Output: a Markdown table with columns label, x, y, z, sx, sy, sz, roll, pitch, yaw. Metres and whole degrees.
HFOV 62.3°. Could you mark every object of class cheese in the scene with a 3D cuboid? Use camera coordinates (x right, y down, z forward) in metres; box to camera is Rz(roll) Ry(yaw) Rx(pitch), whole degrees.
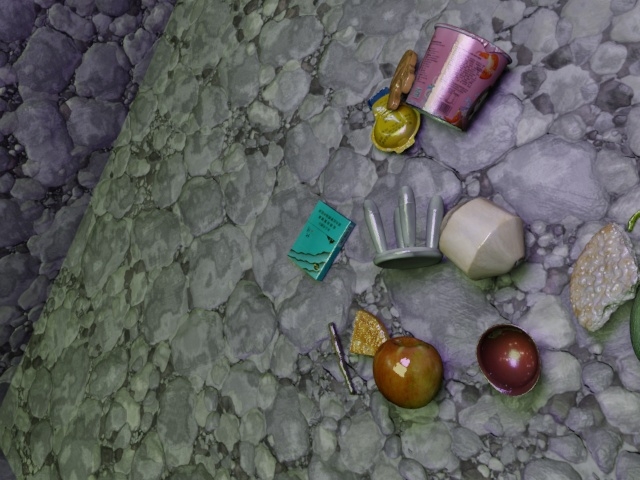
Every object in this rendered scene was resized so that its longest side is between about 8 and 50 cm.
| label | x | y | z | sx | sy | sz | roll | pitch | yaw |
| --- | --- | --- | --- | --- | --- | --- | --- | --- | --- |
| cheese | 0.227 | -0.388 | 1.695 | 0.177 | 0.069 | 0.270 | -36 | 54 | 21 |

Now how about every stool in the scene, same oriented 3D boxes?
| label | x | y | z | sx | sy | sz | roll | pitch | yaw |
| --- | --- | --- | --- | --- | --- | --- | --- | --- | --- |
| stool | 0.246 | -0.029 | 1.511 | 0.195 | 0.195 | 0.199 | -15 | 71 | 47 |

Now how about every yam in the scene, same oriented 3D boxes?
| label | x | y | z | sx | sy | sz | roll | pitch | yaw |
| --- | --- | --- | --- | --- | --- | --- | --- | --- | --- |
| yam | 0.064 | 0.366 | 1.655 | 0.029 | 0.027 | 0.234 | -53 | 49 | 51 |

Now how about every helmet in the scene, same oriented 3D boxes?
| label | x | y | z | sx | sy | sz | roll | pitch | yaw |
| --- | --- | --- | --- | --- | --- | --- | --- | --- | --- |
| helmet | 0.483 | 0.295 | 1.319 | 0.155 | 0.106 | 0.175 | -31 | 64 | 29 |

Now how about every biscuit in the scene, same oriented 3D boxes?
| label | x | y | z | sx | sy | sz | roll | pitch | yaw |
| --- | --- | --- | --- | --- | --- | --- | --- | --- | --- |
| biscuit | 0.665 | 0.085 | 1.233 | 0.188 | 0.040 | 0.265 | 8 | 78 | 71 |
| biscuit | 0.256 | -0.513 | 1.653 | 0.144 | 0.040 | 0.236 | -45 | 26 | 46 |

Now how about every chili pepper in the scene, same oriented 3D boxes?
| label | x | y | z | sx | sy | sz | roll | pitch | yaw |
| --- | --- | --- | --- | --- | --- | --- | --- | --- | --- |
| chili pepper | 0.760 | -0.055 | 1.259 | 0.083 | 0.017 | 0.030 | -53 | 55 | 17 |

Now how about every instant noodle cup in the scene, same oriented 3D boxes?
| label | x | y | z | sx | sy | sz | roll | pitch | yaw |
| --- | --- | --- | --- | --- | --- | --- | --- | --- | --- |
| instant noodle cup | 0.380 | -0.454 | 1.507 | 0.243 | 0.243 | 0.231 | 37 | 108 | 36 |

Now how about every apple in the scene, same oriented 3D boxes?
| label | x | y | z | sx | sy | sz | roll | pitch | yaw |
| --- | --- | --- | --- | --- | --- | --- | --- | --- | --- |
| apple | 0.237 | 0.359 | 1.434 | 0.196 | 0.196 | 0.196 | -9 | 73 | 34 |

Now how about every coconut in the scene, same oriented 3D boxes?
| label | x | y | z | sx | sy | sz | roll | pitch | yaw |
| --- | --- | --- | --- | --- | --- | --- | --- | --- | --- |
| coconut | 0.427 | 0.001 | 1.376 | 0.202 | 0.202 | 0.222 | -54 | 51 | 13 |

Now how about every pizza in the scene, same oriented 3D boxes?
| label | x | y | z | sx | sy | sz | roll | pitch | yaw |
| --- | --- | --- | --- | --- | --- | --- | --- | --- | --- |
| pizza | 0.145 | 0.294 | 1.602 | 0.134 | 0.046 | 0.175 | -35 | 61 | 24 |

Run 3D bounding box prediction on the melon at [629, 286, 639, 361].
| label | x | y | z | sx | sy | sz | roll | pitch | yaw |
| --- | --- | --- | --- | --- | --- | --- | --- | --- | --- |
| melon | 0.751 | 0.171 | 1.107 | 0.182 | 0.182 | 0.288 | 17 | 86 | 37 |

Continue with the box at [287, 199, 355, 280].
| label | x | y | z | sx | sy | sz | roll | pitch | yaw |
| --- | --- | --- | --- | --- | --- | --- | --- | --- | --- |
| box | 0.000 | 0.000 | 1.782 | 0.161 | 0.042 | 0.226 | 38 | 101 | 37 |
